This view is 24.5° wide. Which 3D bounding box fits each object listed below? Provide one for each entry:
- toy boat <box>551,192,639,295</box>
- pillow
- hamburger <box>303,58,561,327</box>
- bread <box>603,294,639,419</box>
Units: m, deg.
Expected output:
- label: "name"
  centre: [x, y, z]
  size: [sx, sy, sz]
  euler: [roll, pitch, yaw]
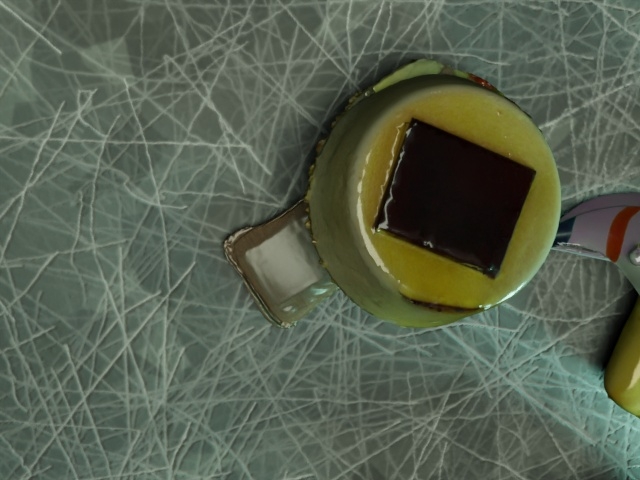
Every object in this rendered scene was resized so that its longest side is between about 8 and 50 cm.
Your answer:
- label: "toy boat"
  centre: [0.411, -0.004, 1.755]
  size: [0.318, 0.072, 0.219]
  euler: [30, 59, 19]
- label: "pillow"
  centre: [0.002, 0.002, 1.730]
  size: [0.211, 0.034, 0.135]
  euler: [-33, 102, -2]
- label: "hamburger"
  centre: [0.127, -0.045, 1.650]
  size: [0.302, 0.170, 0.302]
  euler: [-1, 93, -18]
- label: "bread"
  centre: [0.418, 0.137, 1.797]
  size: [0.134, 0.085, 0.173]
  euler: [22, 97, -21]
